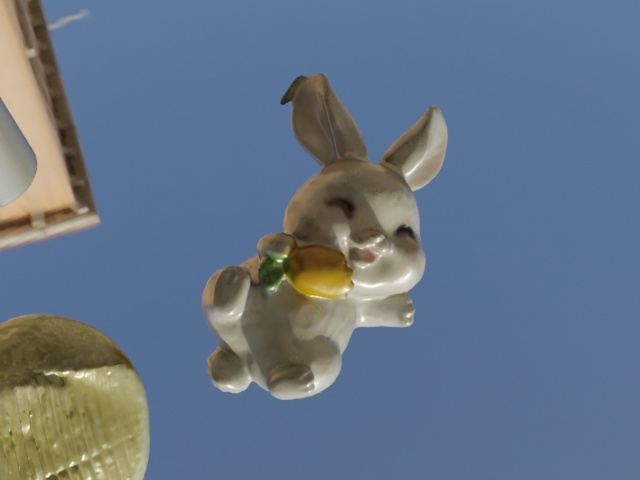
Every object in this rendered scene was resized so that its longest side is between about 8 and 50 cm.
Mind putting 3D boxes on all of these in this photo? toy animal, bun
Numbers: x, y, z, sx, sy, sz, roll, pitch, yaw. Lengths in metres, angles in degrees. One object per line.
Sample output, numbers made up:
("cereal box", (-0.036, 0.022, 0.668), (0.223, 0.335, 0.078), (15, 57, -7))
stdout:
("toy animal", (0.005, 0.006, 1.074), (0.208, 0.154, 0.325), (16, -104, -5))
("bun", (-0.263, 0.175, 0.946), (0.145, 0.229, 0.229), (7, -133, 44))

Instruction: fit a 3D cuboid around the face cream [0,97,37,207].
("face cream", (-0.285, -0.119, 0.778), (0.077, 0.250, 0.077), (-5, -123, 8))
